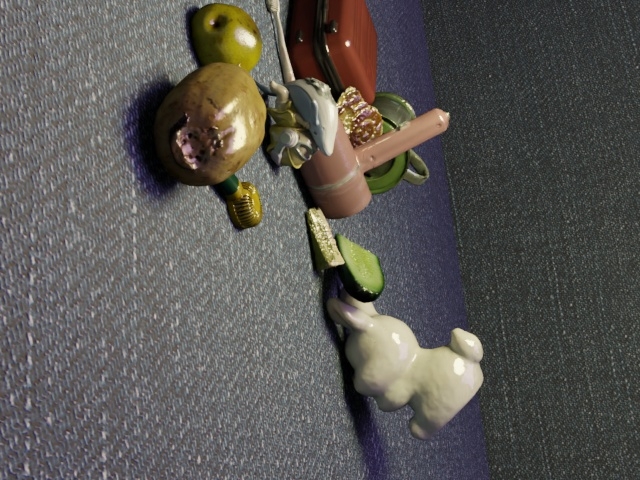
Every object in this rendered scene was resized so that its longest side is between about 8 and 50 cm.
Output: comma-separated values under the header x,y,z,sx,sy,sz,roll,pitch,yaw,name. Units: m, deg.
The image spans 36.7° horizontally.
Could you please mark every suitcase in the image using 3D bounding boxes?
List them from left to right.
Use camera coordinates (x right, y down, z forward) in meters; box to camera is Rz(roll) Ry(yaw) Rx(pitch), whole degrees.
x,y,z,sx,sy,sz,roll,pitch,yaw,name
0.032,-0.452,2.250,0.236,0.161,0.297,61,23,-43,suitcase

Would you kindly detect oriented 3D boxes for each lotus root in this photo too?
x,y,z,sx,sy,sz,roll,pitch,yaw,name
-0.160,-0.182,1.473,0.284,0.146,0.160,-70,163,-65,lotus root

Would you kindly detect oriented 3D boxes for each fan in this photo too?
x,y,z,sx,sy,sz,roll,pitch,yaw,name
-0.141,-0.079,1.641,0.155,0.039,0.082,54,30,-53,fan

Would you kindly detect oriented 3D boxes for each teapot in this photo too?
x,y,z,sx,sy,sz,roll,pitch,yaw,name
0.162,-0.240,2.416,0.270,0.200,0.337,37,22,-4,teapot

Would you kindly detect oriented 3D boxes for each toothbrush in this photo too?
x,y,z,sx,sy,sz,roll,pitch,yaw,name
-0.079,-0.396,2.086,0.029,0.025,0.307,-12,90,-65,toothbrush

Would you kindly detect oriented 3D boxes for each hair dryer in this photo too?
x,y,z,sx,sy,sz,roll,pitch,yaw,name
0.117,-0.214,2.078,0.210,0.352,0.125,66,-8,-30,hair dryer

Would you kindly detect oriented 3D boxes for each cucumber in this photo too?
x,y,z,sx,sy,sz,roll,pitch,yaw,name
0.076,0.074,2.089,0.115,0.063,0.244,27,17,-12,cucumber

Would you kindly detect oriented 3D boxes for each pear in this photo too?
x,y,z,sx,sy,sz,roll,pitch,yaw,name
-0.156,-0.350,1.678,0.141,0.104,0.141,-11,90,-77,pear

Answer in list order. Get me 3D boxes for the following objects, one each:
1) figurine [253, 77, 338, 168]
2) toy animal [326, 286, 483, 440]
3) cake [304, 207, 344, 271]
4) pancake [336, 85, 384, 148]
x,y,z,sx,sy,sz,roll,pitch,yaw,name
-0.049,-0.240,1.905,0.208,0.184,0.128,44,16,18,figurine
0.171,0.237,2.094,0.367,0.241,0.196,34,13,7,toy animal
0.000,0.000,2.051,0.051,0.055,0.140,-10,71,-37,cake
0.031,-0.220,2.167,0.212,0.056,0.257,26,87,-37,pancake
